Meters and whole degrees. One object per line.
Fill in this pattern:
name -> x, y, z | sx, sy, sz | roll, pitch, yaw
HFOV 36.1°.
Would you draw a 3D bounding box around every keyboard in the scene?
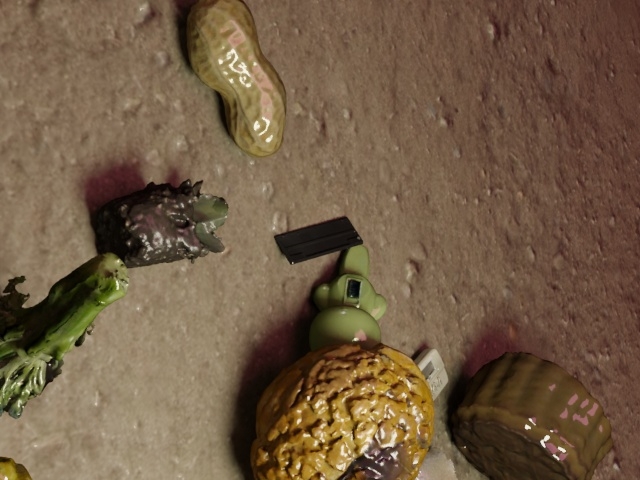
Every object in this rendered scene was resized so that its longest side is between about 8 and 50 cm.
keyboard -> 0.000, 0.000, 1.842 | 0.202, 0.011, 0.067 | -16, 67, -45

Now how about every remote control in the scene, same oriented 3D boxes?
remote control -> 0.179, 0.313, 1.979 | 0.230, 0.049, 0.090 | -40, 113, -42

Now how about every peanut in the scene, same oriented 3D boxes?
peanut -> -0.141, -0.280, 1.676 | 0.136, 0.120, 0.298 | -32, 110, -19

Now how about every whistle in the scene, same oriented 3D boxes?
whistle -> 0.051, 0.138, 1.831 | 0.141, 0.141, 0.294 | 55, 25, -26

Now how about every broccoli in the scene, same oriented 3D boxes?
broccoli -> -0.356, 0.107, 1.266 | 0.165, 0.304, 0.145 | 56, 28, -3

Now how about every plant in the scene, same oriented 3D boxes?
plant -> -0.240, -0.023, 1.523 | 0.203, 0.131, 0.142 | -24, 99, -47

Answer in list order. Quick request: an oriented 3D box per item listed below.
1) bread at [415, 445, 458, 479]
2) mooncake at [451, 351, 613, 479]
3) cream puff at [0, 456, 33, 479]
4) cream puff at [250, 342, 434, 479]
bread -> 0.210, 0.580, 1.943 | 0.183, 0.102, 0.337 | -32, 110, -40
mooncake -> 0.432, 0.402, 2.049 | 0.187, 0.324, 0.324 | -50, 120, -31
cream puff -> -0.422, 0.366, 1.250 | 0.221, 0.194, 0.195 | 47, 53, -37
cream puff -> 0.051, 0.342, 1.646 | 0.342, 0.231, 0.327 | -16, 119, -15
